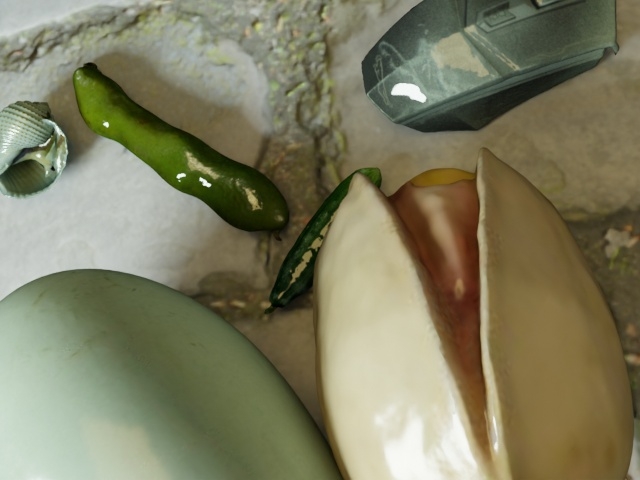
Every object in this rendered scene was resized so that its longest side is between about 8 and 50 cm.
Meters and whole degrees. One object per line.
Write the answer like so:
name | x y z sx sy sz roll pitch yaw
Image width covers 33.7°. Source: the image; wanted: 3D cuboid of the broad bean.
broad bean | -0.131 -0.080 0.927 0.256 0.052 0.053 36 45 18

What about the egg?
egg | -0.111 0.178 0.774 0.230 0.230 0.371 -45 80 -1

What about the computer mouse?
computer mouse | 0.142 -0.173 0.882 0.231 0.071 0.126 -24 75 4

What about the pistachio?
pistachio | 0.103 0.082 0.756 0.230 0.230 0.308 -12 63 8

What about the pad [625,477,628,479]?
pad | 0.155 0.301 0.813 0.267 0.004 0.181 -33 74 3

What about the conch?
conch | -0.260 -0.082 0.947 0.076 0.056 0.085 30 105 -4

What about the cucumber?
cucumber | 0.000 0.000 0.890 0.037 0.037 0.155 35 85 15
